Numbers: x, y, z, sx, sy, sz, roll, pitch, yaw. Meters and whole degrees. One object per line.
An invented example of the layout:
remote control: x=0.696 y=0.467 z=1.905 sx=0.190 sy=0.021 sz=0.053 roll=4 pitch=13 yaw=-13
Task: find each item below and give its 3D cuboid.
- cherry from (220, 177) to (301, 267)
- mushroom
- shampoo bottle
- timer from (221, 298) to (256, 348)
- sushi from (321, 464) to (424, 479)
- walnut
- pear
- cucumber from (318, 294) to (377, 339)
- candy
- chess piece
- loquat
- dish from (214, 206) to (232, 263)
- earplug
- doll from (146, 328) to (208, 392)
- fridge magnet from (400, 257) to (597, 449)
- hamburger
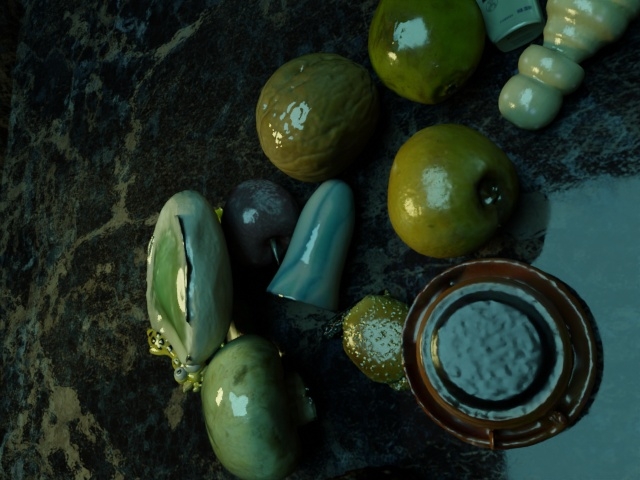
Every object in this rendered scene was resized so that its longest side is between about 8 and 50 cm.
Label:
cherry: x=-0.161 y=-0.046 z=1.433 sx=0.236 sy=0.213 sz=0.285 roll=-38 pitch=52 yaw=17
mushroom: x=-0.150 y=0.396 z=1.287 sx=0.260 sy=0.352 sz=0.352 roll=-14 pitch=65 yaw=-13
shampoo bottle: x=0.399 y=-0.604 z=1.217 sx=0.134 sy=0.078 sz=0.359 roll=-22 pitch=68 yaw=38
timer: x=-0.244 y=0.244 z=1.536 sx=0.128 sy=0.047 sz=0.140 roll=-32 pitch=63 yaw=26
sushi: x=0.072 y=0.613 z=1.063 sx=0.299 sy=0.294 sz=0.281 roll=-54 pitch=54 yaw=16
walnut: x=-0.003 y=-0.308 z=1.327 sx=0.333 sy=0.333 sz=0.332 roll=-9 pitch=75 yaw=35
pear: x=0.231 y=-0.453 z=1.206 sx=0.269 sy=0.269 sz=0.321 roll=-24 pitch=65 yaw=31
cucumber: x=0.069 y=0.187 z=1.315 sx=0.181 sy=0.053 sz=0.053 roll=-40 pitch=59 yaw=20
candy: x=-0.327 y=0.085 z=1.377 sx=0.386 sy=0.186 sz=0.427 roll=23 pitch=115 yaw=57
chess piece: x=0.471 y=-0.365 z=1.070 sx=0.167 sy=0.167 sz=0.299 roll=44 pitch=111 yaw=35
loquat: x=0.256 y=-0.103 z=1.095 sx=0.275 sy=0.275 sz=0.275 roll=-9 pitch=75 yaw=35
dish: x=-0.331 y=0.022 z=1.609 sx=0.221 sy=0.108 sz=0.262 roll=14 pitch=91 yaw=37
earplug: x=0.000 y=0.000 z=1.332 sx=0.185 sy=0.185 sz=0.324 roll=13 pitch=84 yaw=38
doll: x=-0.439 y=0.350 z=1.635 sx=0.117 sy=0.086 sz=0.291 roll=-43 pitch=54 yaw=-14
fridge magnet: x=0.331 y=0.211 z=1.029 sx=0.364 sy=0.155 sz=0.363 roll=-4 pitch=78 yaw=20
hamburger: x=0.152 y=0.228 z=1.196 sx=0.189 sy=0.122 sz=0.215 roll=-51 pitch=59 yaw=13
